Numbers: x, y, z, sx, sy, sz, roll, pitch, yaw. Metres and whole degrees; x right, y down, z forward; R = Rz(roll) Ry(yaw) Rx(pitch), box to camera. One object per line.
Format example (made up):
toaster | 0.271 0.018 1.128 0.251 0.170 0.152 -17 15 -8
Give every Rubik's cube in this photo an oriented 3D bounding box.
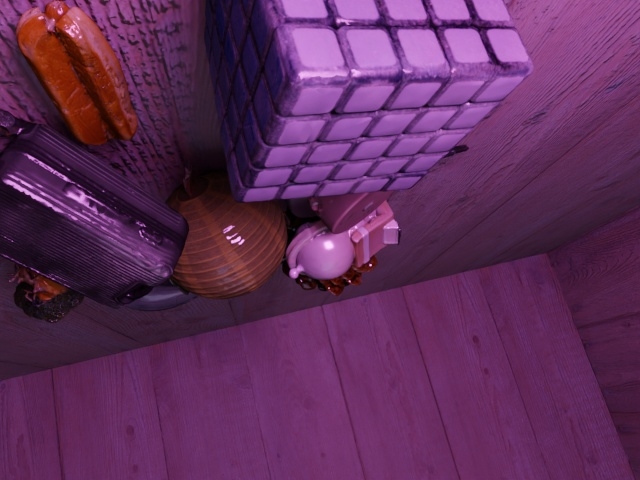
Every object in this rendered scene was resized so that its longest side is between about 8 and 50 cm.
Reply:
Rubik's cube | 0.020 -0.195 0.506 0.238 0.237 0.237 -9 162 -22

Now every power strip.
power strip | 0.055 -0.083 0.822 0.154 0.078 0.154 -38 169 -9

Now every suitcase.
suitcase | -0.367 -0.030 0.733 0.202 0.128 0.312 -28 128 37

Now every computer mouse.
computer mouse | -0.437 0.137 1.457 0.371 0.121 0.188 -8 164 -33

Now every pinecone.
pinecone | 0.006 -0.004 1.155 0.264 0.264 0.264 -14 164 -4

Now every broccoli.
broccoli | -0.669 0.130 1.205 0.162 0.145 0.138 -34 -165 5

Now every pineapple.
pineapple | -0.513 0.030 0.985 0.186 0.114 0.236 -26 -163 -10

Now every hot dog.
hot dog | -0.279 -0.183 0.590 0.092 0.062 0.235 -11 161 -14

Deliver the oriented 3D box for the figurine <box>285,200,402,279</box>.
figurine | 0.031 -0.007 0.952 0.237 0.141 0.162 -29 150 -10

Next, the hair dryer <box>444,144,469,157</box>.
hair dryer | 0.268 -0.206 1.048 0.219 0.075 0.195 -13 159 -45

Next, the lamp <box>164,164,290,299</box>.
lamp | -0.193 -0.025 0.908 0.250 0.250 0.284 -17 136 7

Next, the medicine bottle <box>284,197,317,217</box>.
medicine bottle | 0.000 -0.145 0.886 0.161 0.111 0.296 -28 168 -8
